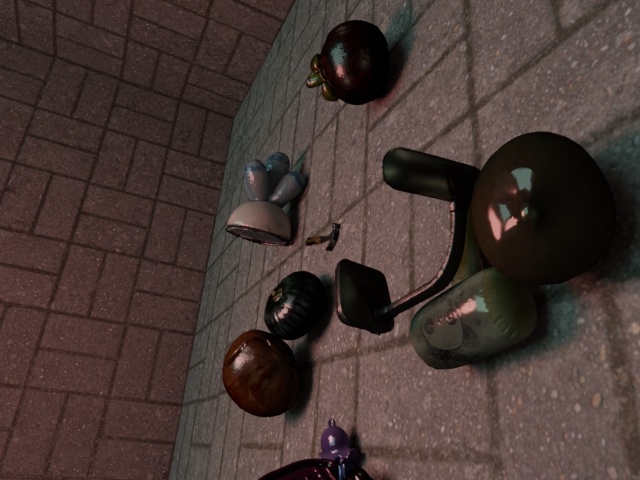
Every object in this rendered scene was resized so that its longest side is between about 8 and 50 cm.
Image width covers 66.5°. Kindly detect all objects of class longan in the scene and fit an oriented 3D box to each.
[{"bbox_3d":[0.271,-0.039,0.606,0.189,0.189,0.189,-48,34,49],"label":"longan"}]

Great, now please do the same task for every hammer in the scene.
[{"bbox_3d":[0.000,0.000,1.431,0.201,0.021,0.078,-15,62,66],"label":"hammer"},{"bbox_3d":[0.230,0.039,0.767,0.202,0.113,0.306,-43,30,48],"label":"hammer"}]

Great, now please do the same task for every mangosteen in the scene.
[{"bbox_3d":[0.078,-0.466,1.281,0.216,0.216,0.216,-48,34,49],"label":"mangosteen"}]

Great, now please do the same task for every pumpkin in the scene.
[{"bbox_3d":[-0.072,0.173,1.317,0.202,0.140,0.202,-49,18,21],"label":"pumpkin"}]

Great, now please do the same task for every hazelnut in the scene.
[{"bbox_3d":[-0.147,0.352,1.323,0.218,0.234,0.218,-44,-6,-6],"label":"hazelnut"}]

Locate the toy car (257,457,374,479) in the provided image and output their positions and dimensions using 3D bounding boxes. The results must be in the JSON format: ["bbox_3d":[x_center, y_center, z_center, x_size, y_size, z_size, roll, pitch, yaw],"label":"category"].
[{"bbox_3d":[0.002,0.551,0.804,0.340,0.271,0.241,30,128,59],"label":"toy car"}]

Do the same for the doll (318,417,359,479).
[{"bbox_3d":[0.038,0.469,0.989,0.110,0.067,0.206,-31,58,41],"label":"doll"}]

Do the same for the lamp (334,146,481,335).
[{"bbox_3d":[0.103,0.011,0.700,0.283,0.203,0.125,-50,38,31],"label":"lamp"}]

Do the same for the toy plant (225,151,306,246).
[{"bbox_3d":[-0.183,-0.160,1.721,0.247,0.247,0.333,-16,60,65],"label":"toy plant"}]
